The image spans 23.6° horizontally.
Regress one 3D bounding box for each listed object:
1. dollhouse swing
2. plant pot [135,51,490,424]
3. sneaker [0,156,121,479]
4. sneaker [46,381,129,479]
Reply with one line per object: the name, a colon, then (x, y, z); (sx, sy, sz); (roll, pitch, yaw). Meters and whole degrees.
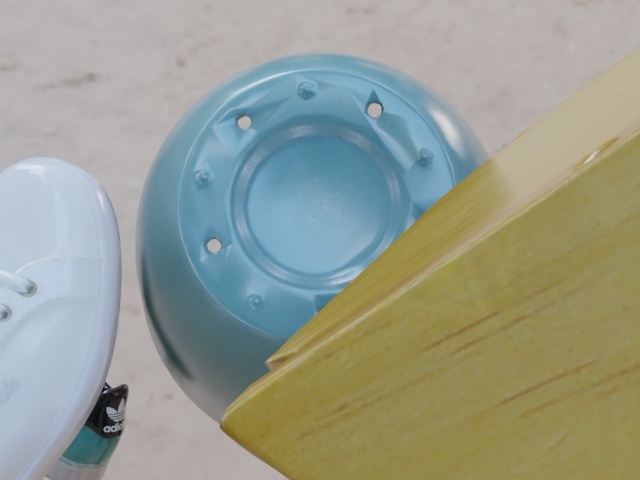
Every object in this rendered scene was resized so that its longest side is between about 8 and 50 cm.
dollhouse swing: (0.218, 0.051, 0.593); (0.305, 0.315, 0.347); (52, 32, -2)
plant pot: (0.000, 0.000, 1.089); (0.293, 0.293, 0.235); (4, -11, 3)
sneaker: (-0.183, 0.076, 0.718); (0.105, 0.123, 0.290); (12, 69, 23)
sneaker: (-0.298, 0.099, 1.487); (0.302, 0.121, 0.108); (38, 26, 18)
